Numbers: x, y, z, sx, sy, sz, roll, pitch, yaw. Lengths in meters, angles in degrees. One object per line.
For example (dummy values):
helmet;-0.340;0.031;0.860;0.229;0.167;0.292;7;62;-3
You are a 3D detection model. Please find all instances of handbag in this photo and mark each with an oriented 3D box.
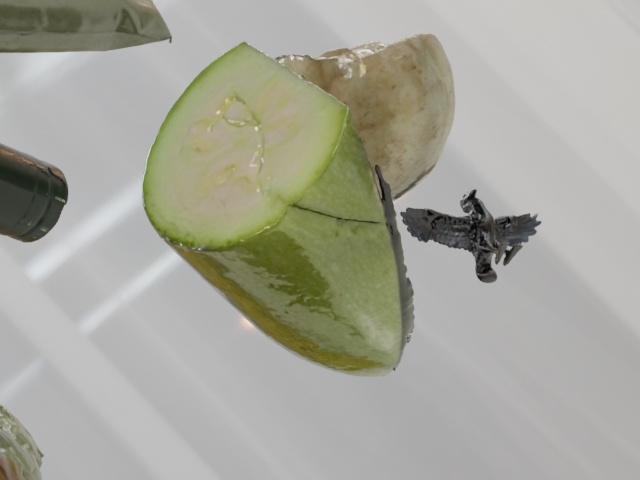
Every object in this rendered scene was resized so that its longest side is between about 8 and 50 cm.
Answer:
handbag;-0.336;-0.290;1.808;0.316;0.253;0.109;-8;-42;-36

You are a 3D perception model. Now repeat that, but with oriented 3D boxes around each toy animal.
toy animal;0.188;-0.008;2.038;0.220;0.108;0.062;-1;-44;-39

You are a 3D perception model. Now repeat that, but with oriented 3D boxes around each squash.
squash;0.000;0.000;1.653;0.210;0.233;0.309;-53;-47;-2

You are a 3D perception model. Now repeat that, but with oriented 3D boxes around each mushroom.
mushroom;0.049;-0.131;1.970;0.253;0.189;0.195;-1;7;41

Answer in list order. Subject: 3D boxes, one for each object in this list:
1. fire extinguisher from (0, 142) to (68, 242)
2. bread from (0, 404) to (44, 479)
fire extinguisher;-0.411;-0.077;1.847;0.095;0.114;0.311;-5;-20;37
bread;-0.397;0.206;1.504;0.279;0.250;0.225;-43;9;22
